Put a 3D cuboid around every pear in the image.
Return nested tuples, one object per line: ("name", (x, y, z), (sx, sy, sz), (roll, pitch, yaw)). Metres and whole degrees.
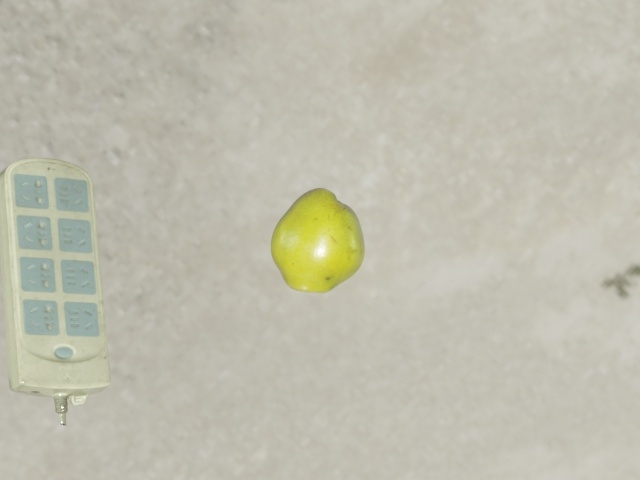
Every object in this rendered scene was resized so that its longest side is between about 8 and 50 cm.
("pear", (0.000, 0.000, 1.428), (0.092, 0.092, 0.097), (-7, 100, -48))

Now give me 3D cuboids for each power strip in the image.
("power strip", (-0.213, 0.036, 1.229), (0.080, 0.226, 0.029), (5, 158, -34))
